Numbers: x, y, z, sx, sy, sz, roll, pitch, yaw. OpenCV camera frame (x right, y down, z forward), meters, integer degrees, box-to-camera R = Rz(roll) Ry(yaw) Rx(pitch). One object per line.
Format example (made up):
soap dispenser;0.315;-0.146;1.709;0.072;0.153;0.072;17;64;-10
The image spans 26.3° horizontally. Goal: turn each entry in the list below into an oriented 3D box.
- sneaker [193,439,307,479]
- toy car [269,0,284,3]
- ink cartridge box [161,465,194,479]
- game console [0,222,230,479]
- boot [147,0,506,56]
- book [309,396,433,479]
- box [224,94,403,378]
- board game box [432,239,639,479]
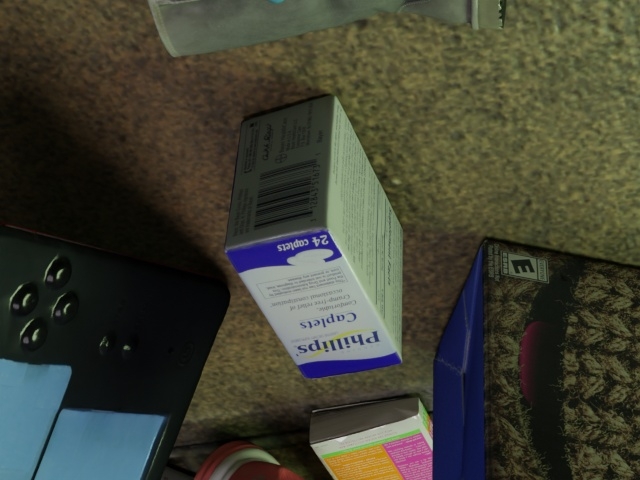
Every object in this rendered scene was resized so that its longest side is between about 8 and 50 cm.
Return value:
sneaker;0.017;0.297;1.178;0.136;0.116;0.314;13;153;52
toy car;-0.076;-0.197;0.580;0.219;0.238;0.210;41;129;-8
ink cartridge box;-0.262;0.257;1.134;0.289;0.211;0.121;27;133;-21
game console;-0.215;0.182;0.893;0.060;0.387;0.342;23;-178;32
boot;-0.003;-0.181;0.760;0.208;0.076;0.190;4;135;12
book;0.061;0.190;1.162;0.096;0.035;0.144;-13;135;16
box;0.000;0.000;0.899;0.072;0.126;0.137;-14;133;18
board game box;0.234;0.153;0.959;0.291;0.232;0.141;10;136;-6
